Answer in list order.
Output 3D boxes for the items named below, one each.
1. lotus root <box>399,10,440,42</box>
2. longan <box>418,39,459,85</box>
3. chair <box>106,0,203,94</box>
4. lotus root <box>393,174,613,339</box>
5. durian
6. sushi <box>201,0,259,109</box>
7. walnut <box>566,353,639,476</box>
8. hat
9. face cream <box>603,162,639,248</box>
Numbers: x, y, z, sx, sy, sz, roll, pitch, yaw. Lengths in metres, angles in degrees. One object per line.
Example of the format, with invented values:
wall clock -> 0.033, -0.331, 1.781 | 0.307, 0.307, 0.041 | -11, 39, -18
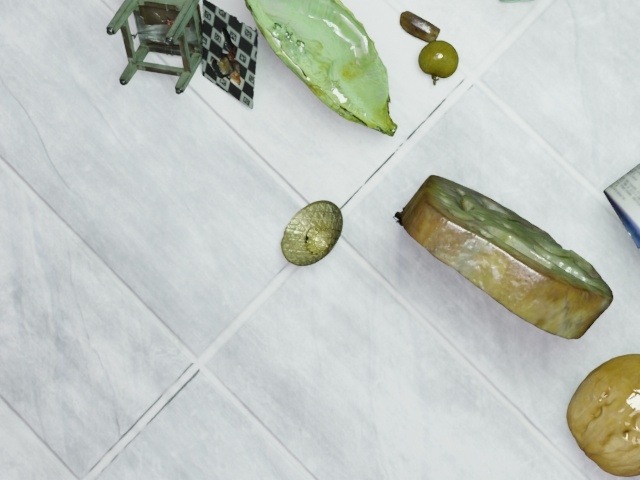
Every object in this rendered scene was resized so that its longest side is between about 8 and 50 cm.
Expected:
lotus root -> 0.183, -0.401, 1.459 | 0.083, 0.030, 0.037 | 32, 102, 8
longan -> 0.217, -0.329, 1.440 | 0.075, 0.075, 0.083 | 16, 107, 10
chair -> -0.295, -0.430, 1.518 | 0.137, 0.147, 0.270 | 10, 54, 8
lotus root -> 0.291, 0.014, 1.304 | 0.390, 0.375, 0.111 | 48, 117, 43
durian -> 0.012, -0.345, 1.415 | 0.163, 0.198, 0.394 | -39, 88, 11
sushi -> -0.164, -0.360, 1.477 | 0.139, 0.201, 0.031 | 36, 57, 16
walnut -> 0.549, 0.309, 1.377 | 0.195, 0.195, 0.221 | 41, 109, 5
hat -> 0.000, 0.000, 1.523 | 0.146, 0.067, 0.146 | -20, 51, 27
face cream -> 0.630, -0.048, 1.293 | 0.225, 0.249, 0.249 | -37, 87, 18
